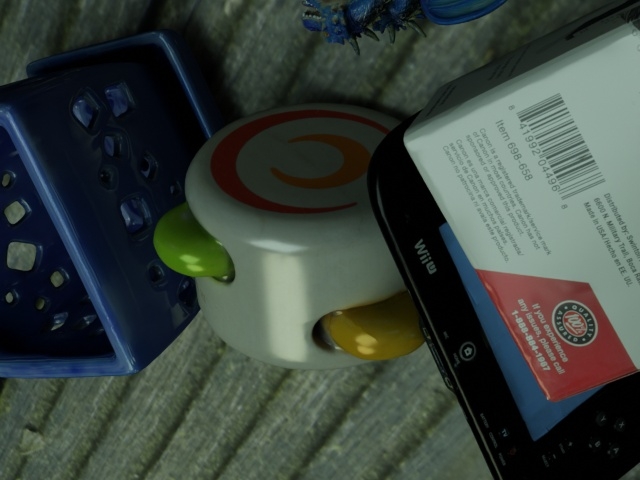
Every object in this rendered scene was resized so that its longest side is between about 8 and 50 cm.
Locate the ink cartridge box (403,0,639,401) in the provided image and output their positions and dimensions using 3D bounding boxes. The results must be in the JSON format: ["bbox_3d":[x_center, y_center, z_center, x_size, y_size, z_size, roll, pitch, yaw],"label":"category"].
[{"bbox_3d":[0.220,-0.051,0.875,0.273,0.114,0.197,-24,103,25],"label":"ink cartridge box"}]

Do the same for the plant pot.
[{"bbox_3d":[-0.196,-0.039,1.211,0.236,0.212,0.236,-5,116,46],"label":"plant pot"}]

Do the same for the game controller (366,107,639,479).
[{"bbox_3d":[0.145,0.041,1.029,0.067,0.166,0.319,-1,120,54],"label":"game controller"}]

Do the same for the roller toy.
[{"bbox_3d":[0.000,0.000,1.098,0.209,0.191,0.146,10,127,18],"label":"roller toy"}]

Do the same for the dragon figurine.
[{"bbox_3d":[0.101,-0.197,0.951,0.289,0.085,0.144,0,119,40],"label":"dragon figurine"}]
